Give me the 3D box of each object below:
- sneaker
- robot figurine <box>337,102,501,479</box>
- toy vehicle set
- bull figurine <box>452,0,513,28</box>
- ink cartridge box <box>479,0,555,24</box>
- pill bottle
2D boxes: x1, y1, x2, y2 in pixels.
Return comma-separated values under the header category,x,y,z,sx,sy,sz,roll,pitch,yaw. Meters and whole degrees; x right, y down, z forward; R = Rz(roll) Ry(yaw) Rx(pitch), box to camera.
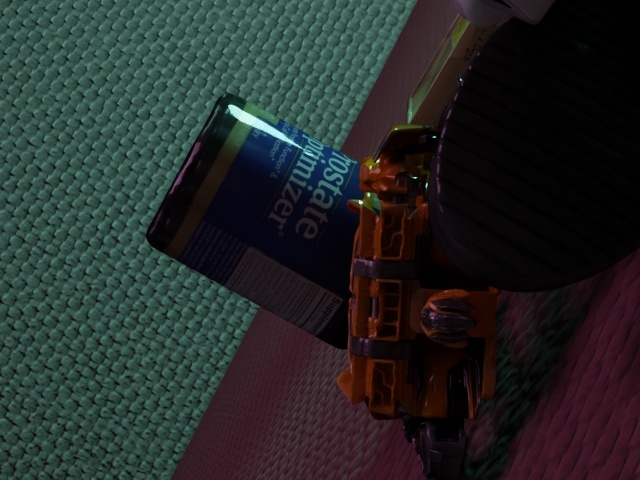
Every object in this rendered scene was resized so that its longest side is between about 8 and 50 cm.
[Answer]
category,x,y,z,sx,sy,sz,roll,pitch,yaw
sneaker,0.136,-0.071,0.837,0.330,0.122,0.146,-54,-3,-38
robot figurine,0.056,0.025,0.960,0.291,0.085,0.211,-68,-19,-84
toy vehicle set,0.174,-0.241,1.833,0.267,0.035,0.166,-60,5,16
bull figurine,0.206,-0.267,1.201,0.310,0.101,0.188,-36,22,53
ink cartridge box,0.160,-0.246,0.724,0.333,0.065,0.165,-51,10,6
pill bottle,0.000,0.000,1.167,0.123,0.219,0.123,-61,5,9
